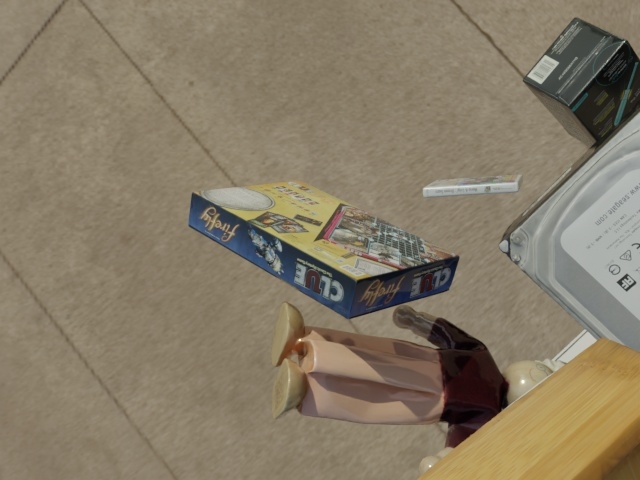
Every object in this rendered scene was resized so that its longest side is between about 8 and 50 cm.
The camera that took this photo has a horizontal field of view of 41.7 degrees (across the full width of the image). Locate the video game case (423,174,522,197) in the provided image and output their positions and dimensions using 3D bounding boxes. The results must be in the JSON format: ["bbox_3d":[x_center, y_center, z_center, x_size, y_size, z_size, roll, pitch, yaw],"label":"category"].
[{"bbox_3d":[0.245,-0.087,1.335,0.143,0.157,0.019,-2,98,16],"label":"video game case"}]

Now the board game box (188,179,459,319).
[{"bbox_3d":[0.000,0.000,0.887,0.243,0.165,0.042,28,116,38],"label":"board game box"}]

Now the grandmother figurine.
[{"bbox_3d":[0.123,0.156,0.894,0.342,0.104,0.208,7,61,-14],"label":"grandmother figurine"}]

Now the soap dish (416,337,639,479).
[{"bbox_3d":[0.214,0.245,0.598,0.118,0.228,0.291,-20,94,55],"label":"soap dish"}]

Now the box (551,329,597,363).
[{"bbox_3d":[0.366,0.204,1.065,0.087,0.169,0.290,27,119,-25],"label":"box"}]

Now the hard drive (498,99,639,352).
[{"bbox_3d":[0.371,0.037,0.790,0.339,0.064,0.237,44,117,1],"label":"hard drive"}]

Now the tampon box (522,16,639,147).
[{"bbox_3d":[0.399,-0.220,1.225,0.120,0.161,0.101,-50,44,7],"label":"tampon box"}]
